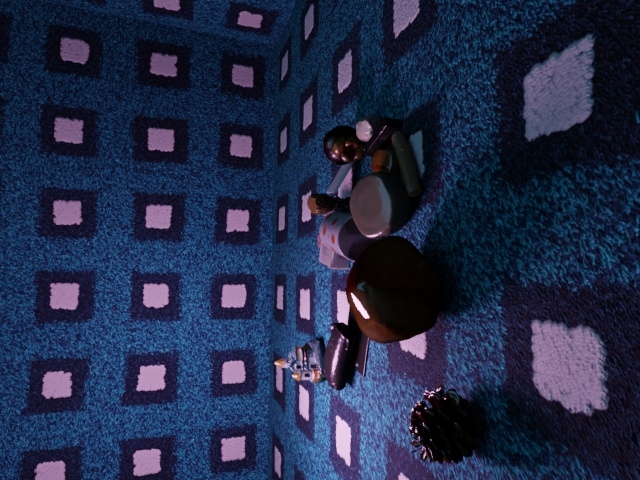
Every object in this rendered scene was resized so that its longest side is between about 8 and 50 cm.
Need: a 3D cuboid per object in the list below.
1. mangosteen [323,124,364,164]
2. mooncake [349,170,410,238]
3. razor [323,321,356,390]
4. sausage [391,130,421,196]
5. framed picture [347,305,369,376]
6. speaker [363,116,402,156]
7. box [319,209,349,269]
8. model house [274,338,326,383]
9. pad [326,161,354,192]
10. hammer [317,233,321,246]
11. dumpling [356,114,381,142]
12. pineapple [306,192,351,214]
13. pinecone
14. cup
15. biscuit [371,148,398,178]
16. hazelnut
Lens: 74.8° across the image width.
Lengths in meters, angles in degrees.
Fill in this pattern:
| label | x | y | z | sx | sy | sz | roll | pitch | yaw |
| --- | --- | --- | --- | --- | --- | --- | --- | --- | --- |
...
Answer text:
| label | x | y | z | sx | sy | sz | roll | pitch | yaw |
| --- | --- | --- | --- | --- | --- | --- | --- | --- | --- |
| mangosteen | 0.112 | -0.468 | 2.067 | 0.210 | 0.210 | 0.209 | -178 | 90 | -70 |
| mooncake | 0.239 | -0.143 | 1.684 | 0.275 | 0.135 | 0.274 | 20 | 116 | 48 |
| razor | 0.090 | 0.583 | 2.119 | 0.189 | 0.107 | 0.326 | -129 | 45 | -60 |
| sausage | 0.334 | -0.307 | 1.635 | 0.066 | 0.066 | 0.301 | 123 | 142 | -55 |
| framed picture | 0.181 | 0.464 | 2.053 | 0.244 | 0.013 | 0.323 | -148 | 62 | -68 |
| speaker | 0.264 | -0.440 | 1.809 | 0.218 | 0.082 | 0.044 | 130 | 138 | -58 |
| box | 0.083 | -0.011 | 2.236 | 0.200 | 0.107 | 0.299 | -156 | 71 | -68 |
| model house | -0.124 | 0.722 | 2.479 | 0.184 | 0.291 | 0.253 | 119 | 148 | -60 |
| pad | 0.110 | -0.344 | 2.185 | 0.232 | 0.004 | 0.156 | -60 | 21 | -4 |
| hammer | 0.000 | 0.000 | 2.556 | 0.043 | 0.043 | 0.083 | 162 | 107 | -69 |
| dumpling | 0.221 | -0.500 | 1.904 | 0.199 | 0.119 | 0.136 | -51 | -48 | -77 |
| pineapple | 0.059 | -0.193 | 2.115 | 0.125 | 0.251 | 0.125 | 26 | 120 | 56 |
| pinecone | 0.364 | 0.566 | 1.256 | 0.221 | 0.222 | 0.221 | -178 | 90 | -70 |
| cup | 0.125 | -0.033 | 1.969 | 0.317 | 0.213 | 0.212 | -154 | 68 | -70 |
| biscuit | 0.252 | -0.267 | 1.824 | 0.262 | 0.052 | 0.276 | -133 | 42 | -62 |
| hazelnut | 0.253 | 0.172 | 1.447 | 0.366 | 0.366 | 0.365 | -178 | 90 | -70 |
